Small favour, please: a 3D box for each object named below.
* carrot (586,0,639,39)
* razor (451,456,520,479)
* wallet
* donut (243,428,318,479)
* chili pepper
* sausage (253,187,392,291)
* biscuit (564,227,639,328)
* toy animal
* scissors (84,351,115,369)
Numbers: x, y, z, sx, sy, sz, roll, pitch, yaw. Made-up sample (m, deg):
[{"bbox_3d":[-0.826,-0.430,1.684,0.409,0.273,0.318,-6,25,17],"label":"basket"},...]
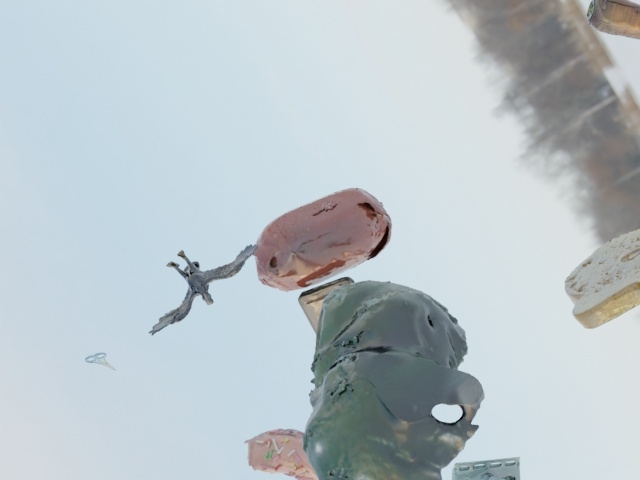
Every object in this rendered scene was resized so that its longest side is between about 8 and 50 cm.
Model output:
[{"bbox_3d":[0.456,-0.305,1.757,0.162,0.055,0.055,17,-160,0],"label":"carrot"},{"bbox_3d":[0.268,0.348,1.714,0.232,0.106,0.068,169,97,-76],"label":"razor"},{"bbox_3d":[0.036,0.143,2.353,0.038,0.118,0.152,-89,-22,-61],"label":"wallet"},{"bbox_3d":[-0.026,0.339,1.868,0.166,0.117,0.065,36,-136,-30],"label":"donut"},{"bbox_3d":[0.064,0.125,1.123,0.148,0.116,0.264,19,-138,-5],"label":"chili pepper"},{"bbox_3d":[0.000,0.000,2.364,0.152,0.280,0.152,-25,-90,-89],"label":"sausage"},{"bbox_3d":[0.600,0.070,2.415,0.057,0.287,0.344,51,151,-11],"label":"biscuit"},{"bbox_3d":[-0.195,0.065,1.967,0.108,0.220,0.062,47,179,32],"label":"toy animal"},{"bbox_3d":[-0.345,0.195,1.988,0.083,0.036,0.006,49,-159,-62],"label":"scissors"}]
